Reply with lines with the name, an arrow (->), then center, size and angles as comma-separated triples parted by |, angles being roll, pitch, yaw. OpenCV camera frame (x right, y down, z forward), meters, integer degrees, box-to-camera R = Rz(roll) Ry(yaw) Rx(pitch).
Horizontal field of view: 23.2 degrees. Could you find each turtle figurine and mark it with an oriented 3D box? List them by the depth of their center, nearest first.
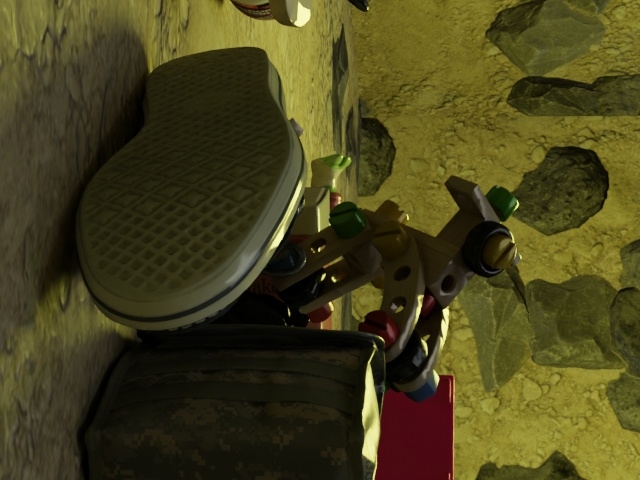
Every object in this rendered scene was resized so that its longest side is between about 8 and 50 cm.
turtle figurine -> 0.000, 0.000, 2.276 | 0.275, 0.197, 0.266 | 79, 8, -81

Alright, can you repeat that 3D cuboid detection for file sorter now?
file sorter -> 0.045, 0.323, 2.268 | 0.182, 0.290, 0.202 | 87, 6, -55

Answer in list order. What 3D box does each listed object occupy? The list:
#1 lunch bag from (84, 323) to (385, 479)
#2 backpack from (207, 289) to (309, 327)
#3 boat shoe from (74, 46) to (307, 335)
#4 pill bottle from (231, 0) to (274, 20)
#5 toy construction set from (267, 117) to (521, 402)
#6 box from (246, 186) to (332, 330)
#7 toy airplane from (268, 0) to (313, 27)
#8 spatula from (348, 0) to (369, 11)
lunch bag -> -0.063, 0.162, 1.396 | 0.287, 0.235, 0.169 | -77, 168, -68
backpack -> -0.095, 0.101, 1.664 | 0.182, 0.151, 0.115 | 45, 66, -86
boat shoe -> -0.097, -0.030, 1.361 | 0.500, 0.186, 0.156 | -90, 172, -67
pill bottle -> -0.077, -0.335, 1.910 | 0.193, 0.108, 0.108 | 10, 80, -84
toy construction set -> 0.064, -0.009, 1.648 | 0.237, 0.309, 0.257 | -47, -166, -7
box -> -0.065, 0.060, 1.833 | 0.127, 0.148, 0.232 | -65, 153, -77
toy airplane -> -0.029, -0.460, 1.567 | 0.386, 0.272, 0.385 | 76, 16, -70
spatula -> -0.031, -0.395, 1.930 | 0.296, 0.030, 0.084 | 55, -1, 10
